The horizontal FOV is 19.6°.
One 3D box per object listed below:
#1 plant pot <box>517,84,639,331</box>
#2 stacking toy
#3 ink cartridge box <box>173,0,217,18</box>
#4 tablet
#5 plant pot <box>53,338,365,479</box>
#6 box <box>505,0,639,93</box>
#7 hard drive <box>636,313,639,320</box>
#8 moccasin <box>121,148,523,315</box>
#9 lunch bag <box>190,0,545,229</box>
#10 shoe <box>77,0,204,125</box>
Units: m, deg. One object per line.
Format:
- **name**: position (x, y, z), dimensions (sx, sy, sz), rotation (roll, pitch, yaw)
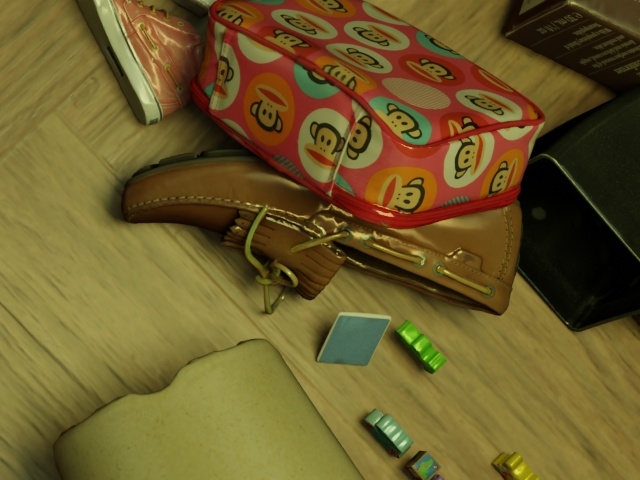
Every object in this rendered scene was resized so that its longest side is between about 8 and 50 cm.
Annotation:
- **plant pot**: position (0.285, -0.044, 1.822), dimensions (0.167, 0.187, 0.188), rotation (-44, 97, -25)
- **stacking toy**: position (0.091, 0.215, 1.806), dimensions (0.167, 0.052, 0.221), rotation (-42, 99, -16)
- **ink cartridge box**: position (-0.118, -0.298, 1.789), dimensions (0.099, 0.056, 0.135), rotation (31, 78, -10)
- **tablet**: position (0.032, 0.095, 1.790), dimensions (0.054, 0.083, 0.006), rotation (5, 51, -15)
- **plant pot**: position (-0.078, 0.268, 1.643), dimensions (0.334, 0.334, 0.305), rotation (-26, 81, -16)
- **box**: position (0.394, -0.193, 1.815), dimensions (0.381, 0.191, 0.143), rotation (23, 81, -10)
- **hard drive**: position (0.371, 0.068, 1.874), dimensions (0.094, 0.022, 0.135), rotation (-53, 132, -12)
- **moccasin**: position (-0.001, 0.000, 1.754), dimensions (0.380, 0.139, 0.147), rotation (11, 82, -12)
- **lunch bag**: position (0.053, -0.131, 1.700), dimensions (0.258, 0.293, 0.120), rotation (-14, 130, -44)
- **shoe**: position (-0.170, -0.204, 1.767), dimensions (0.081, 0.063, 0.178), rotation (-28, 98, -17)
